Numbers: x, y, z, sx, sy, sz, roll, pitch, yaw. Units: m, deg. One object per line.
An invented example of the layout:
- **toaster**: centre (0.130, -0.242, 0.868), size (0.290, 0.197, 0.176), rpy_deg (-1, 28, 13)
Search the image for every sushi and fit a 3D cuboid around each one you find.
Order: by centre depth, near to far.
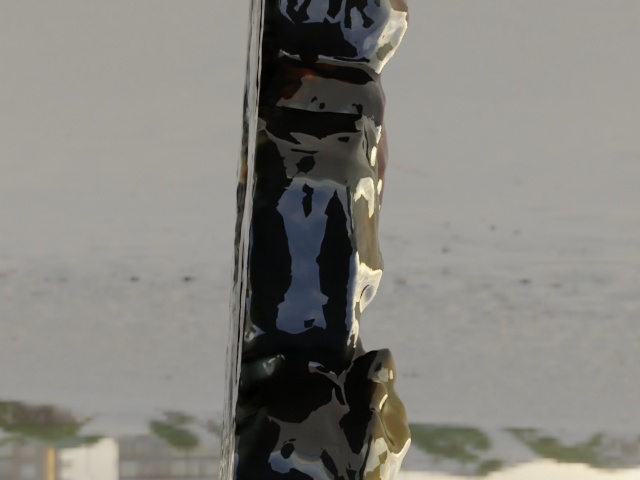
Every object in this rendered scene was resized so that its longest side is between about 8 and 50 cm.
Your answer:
- **sushi**: centre (0.000, 0.000, 0.473), size (0.059, 0.294, 0.292), rpy_deg (4, -169, -4)
